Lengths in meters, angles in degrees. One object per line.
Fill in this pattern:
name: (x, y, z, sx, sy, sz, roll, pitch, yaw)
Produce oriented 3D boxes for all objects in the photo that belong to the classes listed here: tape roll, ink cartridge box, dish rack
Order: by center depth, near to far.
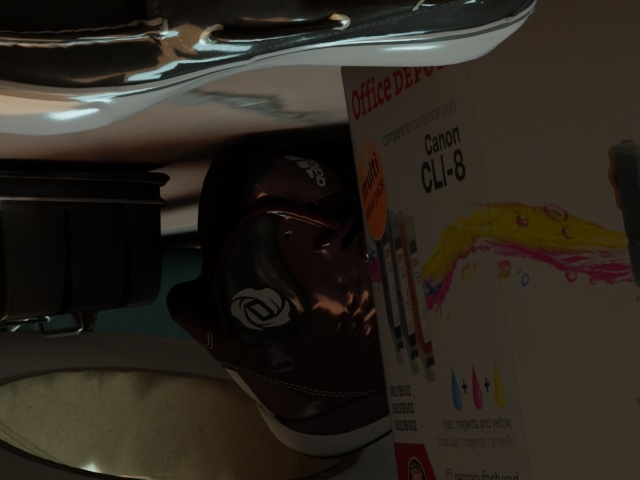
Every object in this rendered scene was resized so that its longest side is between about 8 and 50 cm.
ink cartridge box: (0.092, 0.008, 0.572, 0.127, 0.176, 0.128, -7, 176, -16)
dish rack: (-0.224, 0.023, 0.821, 0.272, 0.074, 0.208, -9, 176, 24)
tape roll: (-0.086, 0.128, 0.928, 0.392, 0.072, 0.392, 7, -170, -1)

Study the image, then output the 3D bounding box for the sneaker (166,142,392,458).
sneaker: (0.047, -0.013, 0.819, 0.281, 0.106, 0.162, -37, 126, 17)

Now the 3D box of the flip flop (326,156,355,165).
flip flop: (0.000, 0.000, 1.010, 0.112, 0.080, 0.277, -10, 177, -1)

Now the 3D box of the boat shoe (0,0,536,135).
boat shoe: (-0.016, -0.054, 0.328, 0.142, 0.049, 0.040, -10, 159, -27)

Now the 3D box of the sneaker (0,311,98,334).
sneaker: (-0.231, 0.042, 1.108, 0.188, 0.071, 0.066, -11, 177, 5)

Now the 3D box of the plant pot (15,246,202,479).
plant pot: (-0.150, 0.125, 1.382, 0.255, 0.271, 0.272, 9, 167, -34)
